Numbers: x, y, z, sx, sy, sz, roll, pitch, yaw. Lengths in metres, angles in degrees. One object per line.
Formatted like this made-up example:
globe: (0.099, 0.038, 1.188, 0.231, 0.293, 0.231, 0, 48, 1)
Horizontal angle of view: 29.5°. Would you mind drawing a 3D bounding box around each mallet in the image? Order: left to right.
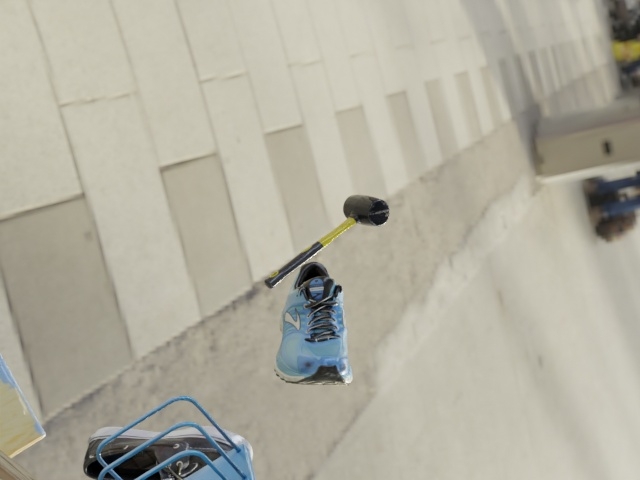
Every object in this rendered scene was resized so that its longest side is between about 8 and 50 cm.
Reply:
mallet: (0.000, 0.000, 1.550, 0.062, 0.190, 0.039, 26, -34, 60)

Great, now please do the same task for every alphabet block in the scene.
alphabet block: (-0.542, 0.236, 1.730, 0.197, 0.193, 0.192, -33, 110, -23)

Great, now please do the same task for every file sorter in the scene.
file sorter: (-0.126, 0.237, 1.067, 0.104, 0.118, 0.170, 54, 7, -31)

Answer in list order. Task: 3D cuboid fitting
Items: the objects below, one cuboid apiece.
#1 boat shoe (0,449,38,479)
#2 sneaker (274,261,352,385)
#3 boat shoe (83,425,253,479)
boat shoe: (-0.279, 0.097, 0.636, 0.341, 0.110, 0.122, 46, -13, -25)
sneaker: (-0.008, 0.068, 1.028, 0.162, 0.064, 0.073, -109, -157, -65)
boat shoe: (-0.207, 0.294, 1.616, 0.076, 0.229, 0.080, -73, 166, -58)
